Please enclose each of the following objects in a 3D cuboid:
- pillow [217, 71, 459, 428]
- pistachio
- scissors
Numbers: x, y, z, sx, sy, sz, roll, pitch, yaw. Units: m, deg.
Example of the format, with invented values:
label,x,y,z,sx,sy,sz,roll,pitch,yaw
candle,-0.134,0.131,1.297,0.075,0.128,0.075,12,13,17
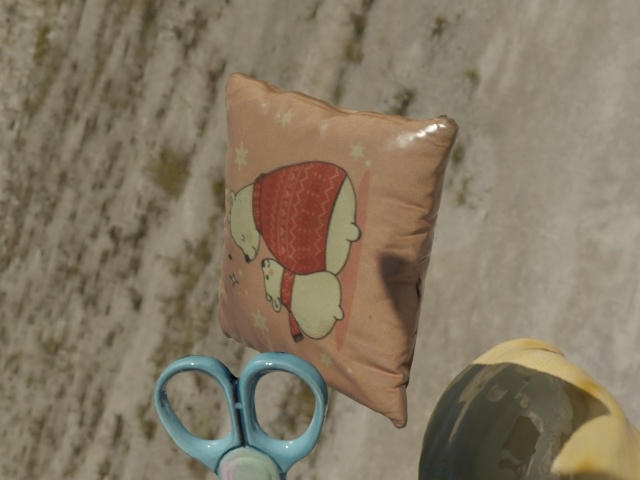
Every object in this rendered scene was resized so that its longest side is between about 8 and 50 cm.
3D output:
label,x,y,z,sx,sy,sz,roll,pitch,yaw
pillow,0.000,0.000,0.884,0.223,0.084,0.236,16,107,41
pistachio,0.217,0.254,1.131,0.229,0.238,0.321,45,-142,-66
scissors,-0.047,0.196,0.859,0.030,0.125,0.256,-70,-24,-63
